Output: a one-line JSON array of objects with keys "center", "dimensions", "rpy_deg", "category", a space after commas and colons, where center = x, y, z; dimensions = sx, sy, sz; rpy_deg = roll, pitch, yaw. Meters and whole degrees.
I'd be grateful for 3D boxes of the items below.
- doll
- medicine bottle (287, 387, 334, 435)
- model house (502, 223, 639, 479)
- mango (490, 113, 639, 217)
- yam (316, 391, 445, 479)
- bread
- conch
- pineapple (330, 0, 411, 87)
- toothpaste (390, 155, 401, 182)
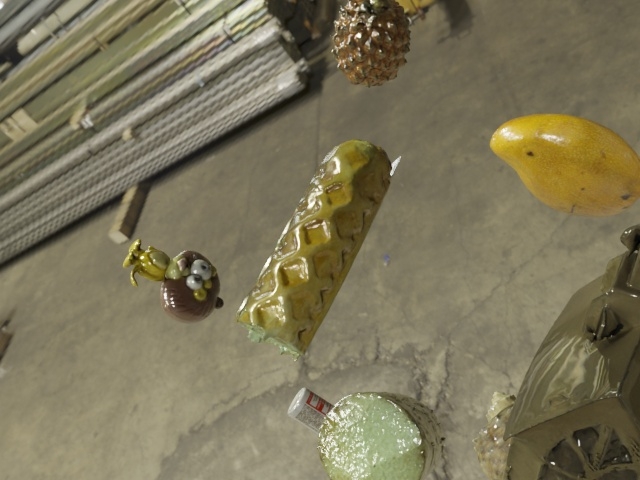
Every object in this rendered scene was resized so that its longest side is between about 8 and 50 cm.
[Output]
[{"center": [-0.256, 0.074, 1.087], "dimensions": [0.096, 0.188, 0.145], "rpy_deg": [-39, 50, 32], "category": "doll"}, {"center": [-0.002, 0.421, 1.465], "dimensions": [0.079, 0.140, 0.079], "rpy_deg": [-56, 2, 3], "category": "medicine bottle"}, {"center": [0.266, 0.094, 0.460], "dimensions": [0.204, 0.243, 0.211], "rpy_deg": [18, 40, 29], "category": "model house"}, {"center": [0.387, -0.111, 0.944], "dimensions": [0.157, 0.262, 0.108], "rpy_deg": [140, 143, -57], "category": "mango"}, {"center": [0.099, 0.307, 0.929], "dimensions": [0.161, 0.268, 0.161], "rpy_deg": [-4, 77, 16], "category": "yam"}, {"center": [0.000, 0.000, 0.696], "dimensions": [0.087, 0.098, 0.269], "rpy_deg": [18, 72, 35], "category": "bread"}, {"center": [0.268, 0.249, 0.683], "dimensions": [0.207, 0.130, 0.155], "rpy_deg": [56, 133, 34], "category": "conch"}, {"center": [0.098, -0.392, 1.148], "dimensions": [0.166, 0.193, 0.166], "rpy_deg": [2, 64, -3], "category": "pineapple"}, {"center": [0.113, -0.094, 1.439], "dimensions": [0.125, 0.080, 0.371], "rpy_deg": [-61, 0, -12], "category": "toothpaste"}]
